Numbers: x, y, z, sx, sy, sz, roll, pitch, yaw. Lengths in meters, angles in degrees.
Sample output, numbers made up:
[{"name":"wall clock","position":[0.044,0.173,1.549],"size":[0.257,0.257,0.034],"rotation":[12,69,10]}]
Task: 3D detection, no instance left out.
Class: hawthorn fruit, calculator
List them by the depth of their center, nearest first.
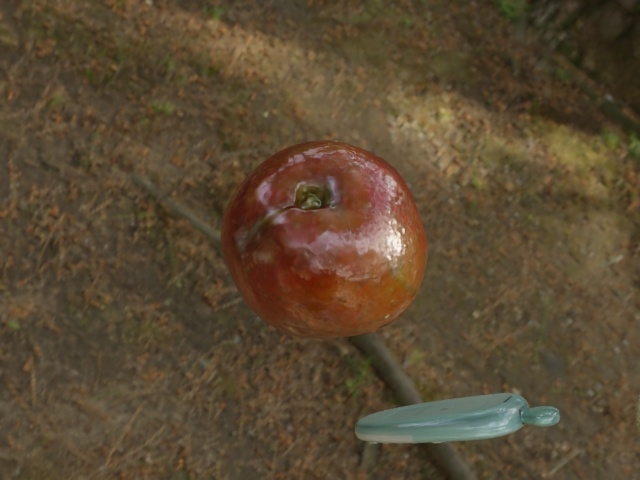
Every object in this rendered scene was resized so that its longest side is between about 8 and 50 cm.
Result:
[{"name":"hawthorn fruit","position":[0.000,0.000,0.935],"size":[0.172,0.173,0.173],"rotation":[18,45,-19]},{"name":"calculator","position":[0.191,0.250,1.637],"size":[0.184,0.295,0.042],"rotation":[-7,89,-69]}]

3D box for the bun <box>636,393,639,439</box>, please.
[{"name":"bun","position":[0.507,0.287,1.586],"size":[0.231,0.133,0.231],"rotation":[42,27,-26]}]
